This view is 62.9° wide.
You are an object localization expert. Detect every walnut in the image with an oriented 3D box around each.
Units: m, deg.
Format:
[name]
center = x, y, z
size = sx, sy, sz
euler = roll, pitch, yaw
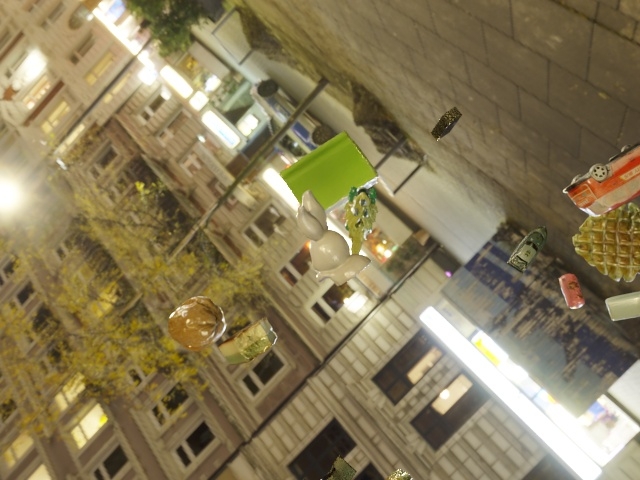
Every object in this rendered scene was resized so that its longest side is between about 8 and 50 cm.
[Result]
[walnut]
center = -0.561, 0.375, 2.352
size = 0.257, 0.257, 0.224
euler = 45, -163, 22

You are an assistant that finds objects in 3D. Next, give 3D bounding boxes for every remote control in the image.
[remote control]
center = 0.790, 0.154, 1.274
size = 0.029, 0.162, 0.061
euler = -26, -86, -54

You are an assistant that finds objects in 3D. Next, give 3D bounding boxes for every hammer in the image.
[hammer]
center = 0.590, 0.118, 1.226
size = 0.043, 0.043, 0.083
euler = 39, -142, -45

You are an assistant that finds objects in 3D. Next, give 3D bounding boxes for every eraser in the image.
[eraser]
center = 0.029, -0.216, 1.772
size = 0.210, 0.274, 0.092
euler = 56, -178, 10

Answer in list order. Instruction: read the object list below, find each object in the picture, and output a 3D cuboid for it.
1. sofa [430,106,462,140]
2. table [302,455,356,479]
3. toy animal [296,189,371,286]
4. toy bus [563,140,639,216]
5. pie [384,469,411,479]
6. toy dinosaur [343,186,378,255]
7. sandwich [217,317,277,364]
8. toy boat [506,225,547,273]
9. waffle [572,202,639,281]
[sofa]
center = 0.404, -0.375, 1.684
size = 0.039, 0.060, 0.118
euler = 54, 163, 10
[table]
center = -0.019, 0.555, 1.098
size = 0.062, 0.175, 0.146
euler = 37, -162, 27
[toy animal]
center = 0.001, 0.003, 1.202
size = 0.221, 0.130, 0.104
euler = 50, -135, -7
[toy bus]
center = 0.478, -0.103, 0.826
size = 0.077, 0.174, 0.079
euler = 58, 176, 9
[pie]
center = 0.174, 0.796, 1.524
size = 0.105, 0.274, 0.257
euler = 39, -162, 12
[toy dinosaur]
center = 0.108, -0.043, 1.463
size = 0.094, 0.259, 0.153
euler = 8, -146, 5
[sandwich]
center = -0.282, 0.386, 1.917
size = 0.108, 0.220, 0.186
euler = 59, -177, 1
[toy boat]
center = 0.579, 0.020, 1.451
size = 0.055, 0.141, 0.060
euler = 35, -175, 9
[waffle]
center = 0.683, 0.003, 1.186
size = 0.183, 0.169, 0.036
euler = 40, -147, 5
